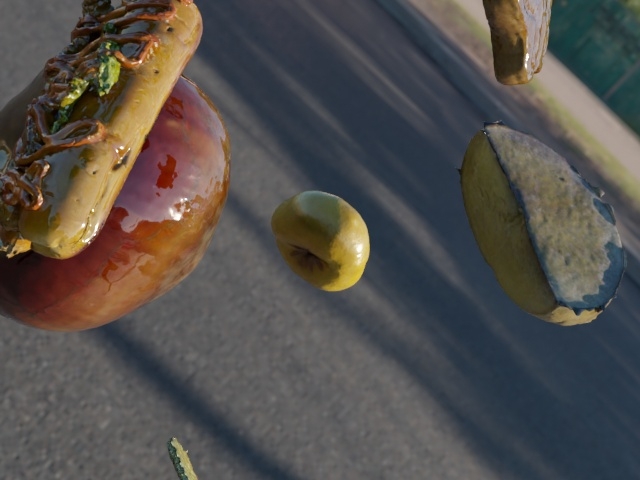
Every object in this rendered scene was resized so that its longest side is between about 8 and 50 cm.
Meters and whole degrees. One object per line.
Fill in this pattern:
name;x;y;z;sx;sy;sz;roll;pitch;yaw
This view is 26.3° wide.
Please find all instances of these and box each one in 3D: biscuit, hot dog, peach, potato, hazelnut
biscuit;-0.148;0.319;1.679;0.203;0.016;0.144;61;-6;31
hot dog;-0.250;-0.136;1.450;0.158;0.349;0.117;1;-31;48
peach;0.000;0.000;2.209;0.179;0.179;0.103;43;56;-2
potato;0.252;-0.013;1.537;0.138;0.098;0.243;-7;67;-31
hazelnut;-0.309;-0.067;1.854;0.359;0.409;0.359;51;8;-10
biscuit;0.170;-0.269;1.164;0.273;0.049;0.257;-72;156;-47
